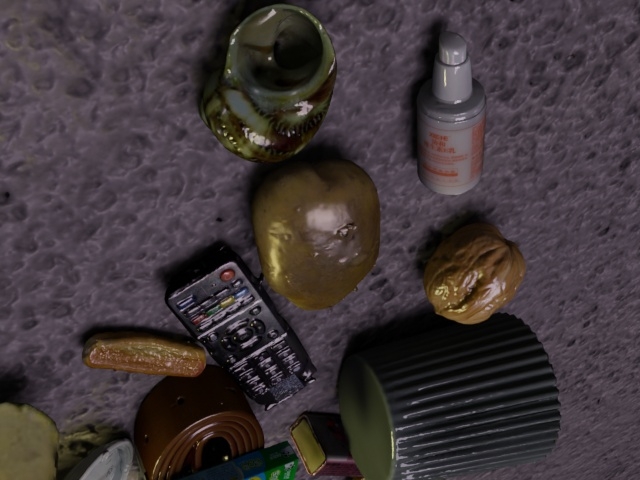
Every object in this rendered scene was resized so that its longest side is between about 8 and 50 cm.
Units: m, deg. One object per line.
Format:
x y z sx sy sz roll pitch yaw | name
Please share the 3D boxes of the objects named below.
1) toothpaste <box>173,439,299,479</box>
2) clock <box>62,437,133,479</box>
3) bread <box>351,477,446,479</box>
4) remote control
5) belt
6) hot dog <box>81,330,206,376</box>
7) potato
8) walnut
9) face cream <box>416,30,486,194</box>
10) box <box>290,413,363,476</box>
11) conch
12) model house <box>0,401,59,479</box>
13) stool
-0.166 0.414 1.540 0.266 0.050 0.065 -13 133 -29 | toothpaste
-0.399 0.429 1.519 0.236 0.053 0.236 -60 168 -22 | clock
0.172 0.567 2.087 0.269 0.098 0.087 15 80 -42 | bread
-0.117 0.147 1.469 0.144 0.062 0.399 -32 140 -3 | remote control
-0.216 0.372 1.591 0.217 0.122 0.339 -13 137 -25 | belt
-0.269 0.172 1.404 0.215 0.047 0.066 11 109 -41 | hot dog
0.000 0.000 1.336 0.191 0.141 0.296 -20 142 -12 | potato
0.260 0.062 1.569 0.155 0.155 0.184 17 123 -44 | walnut
0.187 -0.185 1.299 0.101 0.101 0.252 -23 140 -13 | face cream
0.052 0.413 1.820 0.224 0.120 0.069 15 125 -45 | box
-0.068 -0.190 1.110 0.181 0.124 0.187 -19 112 -1 | conch
-0.541 0.380 1.330 0.321 0.261 0.266 6 155 -17 | model house
0.229 0.306 1.705 0.330 0.297 0.297 -9 136 -20 | stool
